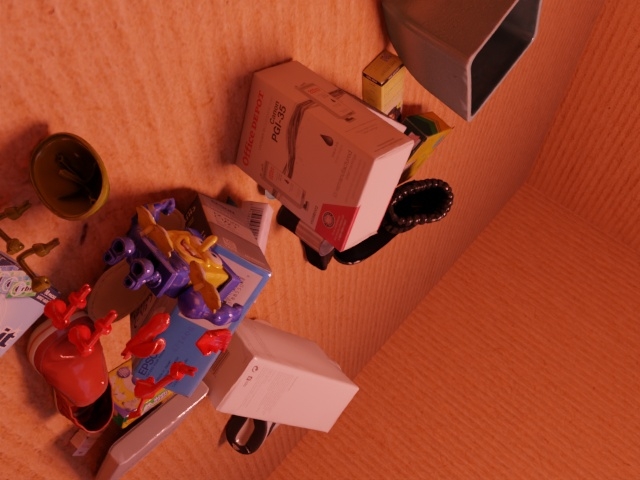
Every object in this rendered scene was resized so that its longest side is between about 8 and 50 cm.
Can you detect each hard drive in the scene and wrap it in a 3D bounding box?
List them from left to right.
[{"bbox_3d":[-0.385,0.439,1.474,0.233,0.047,0.353,-38,173,-35],"label":"hard drive"}]

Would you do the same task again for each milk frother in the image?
[{"bbox_3d":[-0.006,-0.066,1.507,0.129,0.134,0.143,-38,155,-38],"label":"milk frother"}]

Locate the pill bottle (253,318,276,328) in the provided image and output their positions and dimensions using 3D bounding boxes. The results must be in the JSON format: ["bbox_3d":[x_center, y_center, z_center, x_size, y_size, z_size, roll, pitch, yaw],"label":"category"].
[{"bbox_3d":[-0.185,0.304,1.757,0.180,0.108,0.108,-60,159,16],"label":"pill bottle"}]

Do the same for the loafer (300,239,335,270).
[{"bbox_3d":[0.000,0.000,1.734,0.078,0.080,0.220,-56,167,-21],"label":"loafer"}]

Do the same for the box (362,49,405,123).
[{"bbox_3d":[0.146,-0.326,1.530,0.087,0.058,0.232,-47,158,-17],"label":"box"}]

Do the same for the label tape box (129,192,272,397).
[{"bbox_3d":[-0.225,0.060,1.137,0.115,0.348,0.249,28,102,-28],"label":"label tape box"}]

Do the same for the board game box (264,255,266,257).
[{"bbox_3d":[-0.194,0.083,1.491,0.154,0.026,0.103,-54,160,0],"label":"board game box"}]

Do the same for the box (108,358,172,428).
[{"bbox_3d":[-0.362,0.289,1.343,0.179,0.105,0.043,-32,152,-47],"label":"box"}]

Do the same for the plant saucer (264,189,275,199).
[{"bbox_3d":[-0.082,-0.140,1.382,0.119,0.021,0.119,-45,157,-24],"label":"plant saucer"}]

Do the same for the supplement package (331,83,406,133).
[{"bbox_3d":[0.058,-0.229,1.382,0.139,0.134,0.244,-59,159,13],"label":"supplement package"}]

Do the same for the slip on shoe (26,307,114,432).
[{"bbox_3d":[-0.414,0.228,1.136,0.123,0.101,0.331,-37,153,-34],"label":"slip on shoe"}]

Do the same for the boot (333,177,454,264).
[{"bbox_3d":[0.176,-0.050,1.750,0.348,0.131,0.260,-39,-173,2],"label":"boot"}]

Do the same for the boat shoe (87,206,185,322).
[{"bbox_3d":[-0.305,0.036,1.095,0.081,0.068,0.228,36,91,-27],"label":"boat shoe"}]

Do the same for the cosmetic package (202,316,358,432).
[{"bbox_3d":[-0.115,0.318,1.591,0.385,0.217,0.156,30,98,-43],"label":"cosmetic package"}]

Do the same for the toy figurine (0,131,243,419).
[{"bbox_3d":[-0.222,0.037,0.867,0.191,0.362,0.217,-51,159,12],"label":"toy figurine"}]

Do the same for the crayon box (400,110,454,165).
[{"bbox_3d":[0.233,-0.237,1.750,0.202,0.081,0.318,-50,170,25],"label":"crayon box"}]

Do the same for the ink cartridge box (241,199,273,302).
[{"bbox_3d":[-0.130,0.032,1.335,0.232,0.066,0.189,46,54,-78],"label":"ink cartridge box"}]

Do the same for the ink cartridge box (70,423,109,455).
[{"bbox_3d":[-0.484,0.405,1.372,0.083,0.028,0.048,-51,160,-7],"label":"ink cartridge box"}]

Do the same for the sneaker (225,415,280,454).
[{"bbox_3d":[-0.124,0.480,2.165,0.447,0.169,0.257,-53,170,21],"label":"sneaker"}]

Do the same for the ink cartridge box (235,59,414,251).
[{"bbox_3d":[-0.005,-0.151,1.158,0.117,0.283,0.207,-29,149,-41],"label":"ink cartridge box"}]

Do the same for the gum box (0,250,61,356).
[{"bbox_3d":[-0.469,0.107,0.901,0.184,0.041,0.157,-48,159,-12],"label":"gum box"}]

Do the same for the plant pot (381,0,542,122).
[{"bbox_3d":[0.268,-0.441,1.327,0.248,0.252,0.247,-51,159,-5],"label":"plant pot"}]
